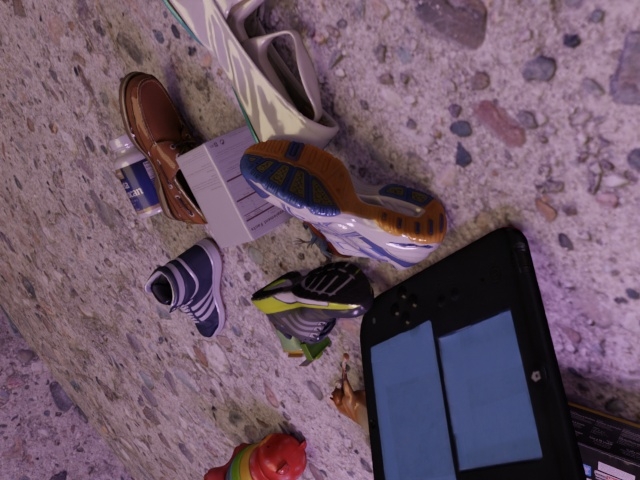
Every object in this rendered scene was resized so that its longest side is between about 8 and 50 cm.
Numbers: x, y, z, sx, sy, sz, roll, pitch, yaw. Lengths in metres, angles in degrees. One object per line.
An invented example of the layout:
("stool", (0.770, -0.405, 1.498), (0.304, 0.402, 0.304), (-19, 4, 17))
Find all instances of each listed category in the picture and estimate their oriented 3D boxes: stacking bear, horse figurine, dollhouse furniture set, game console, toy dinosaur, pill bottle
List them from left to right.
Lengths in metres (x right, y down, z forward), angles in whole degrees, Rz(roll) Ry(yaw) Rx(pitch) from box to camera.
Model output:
("pill bottle", (-0.369, -0.139, 1.226), (0.094, 0.094, 0.169), (-6, 112, 48))
("stacking bear", (-0.135, 0.557, 1.443), (0.164, 0.175, 0.289), (51, 134, 9))
("dollhouse furniture set", (-0.050, 0.210, 1.175), (0.152, 0.059, 0.076), (-11, 108, 49))
("toy dinosaur", (0.000, 0.000, 1.008), (0.047, 0.090, 0.082), (65, -168, -85))
("horse figurine", (0.114, 0.315, 1.079), (0.263, 0.066, 0.174), (31, 130, 31))
("game console", (0.173, 0.216, 0.784), (0.342, 0.060, 0.386), (-42, 46, 52))

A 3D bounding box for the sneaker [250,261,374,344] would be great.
("sneaker", (-0.002, 0.117, 1.039), (0.300, 0.111, 0.121), (-10, 116, 56))

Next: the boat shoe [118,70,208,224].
("boat shoe", (-0.268, -0.168, 1.105), (0.104, 0.110, 0.307), (14, 136, 35))

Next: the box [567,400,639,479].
("box", (0.328, 0.344, 0.870), (0.322, 0.079, 0.257), (11, 122, 41))

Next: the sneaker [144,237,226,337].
("sneaker", (-0.294, 0.135, 1.297), (0.099, 0.153, 0.282), (32, 136, 27))

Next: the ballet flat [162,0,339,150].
("ballet flat", (-0.099, -0.290, 0.838), (0.139, 0.139, 0.400), (-19, 107, 50))

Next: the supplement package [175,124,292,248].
("supplement package", (-0.148, -0.091, 1.025), (0.105, 0.105, 0.179), (-12, 107, 48))

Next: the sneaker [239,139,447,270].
("sneaker", (0.020, -0.034, 0.830), (0.297, 0.111, 0.131), (24, 145, 0))
